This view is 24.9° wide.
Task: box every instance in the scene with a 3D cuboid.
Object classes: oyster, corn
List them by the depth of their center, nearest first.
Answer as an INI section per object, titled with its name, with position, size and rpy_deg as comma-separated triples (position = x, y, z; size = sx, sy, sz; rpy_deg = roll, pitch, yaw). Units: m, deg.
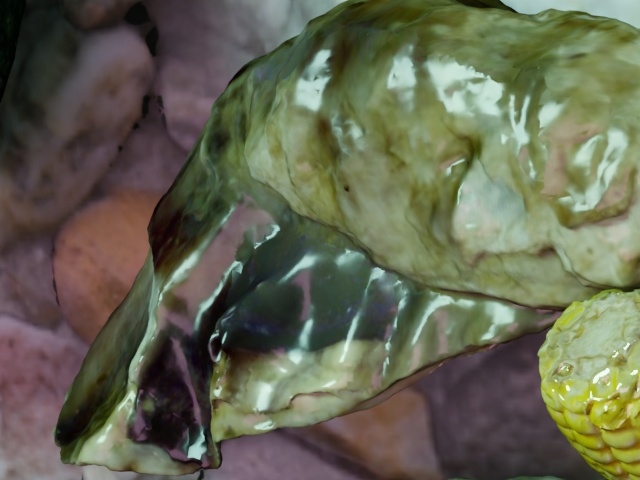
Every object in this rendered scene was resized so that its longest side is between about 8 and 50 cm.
[corn]
position = 0.140, 0.072, 0.425
size = 0.072, 0.072, 0.203
rpy_deg = -34, 128, 29
[oyster]
position = -0.001, 0.002, 0.487
size = 0.294, 0.094, 0.166
rpy_deg = -35, 46, 22

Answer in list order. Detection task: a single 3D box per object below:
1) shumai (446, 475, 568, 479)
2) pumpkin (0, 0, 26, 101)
[shumai]
position = 0.072, 0.133, 0.465
size = 0.184, 0.185, 0.218
rpy_deg = 41, 127, -6
[pumpkin]
position = -0.242, -0.117, 0.574
size = 0.293, 0.197, 0.263
rpy_deg = 45, 105, 20
